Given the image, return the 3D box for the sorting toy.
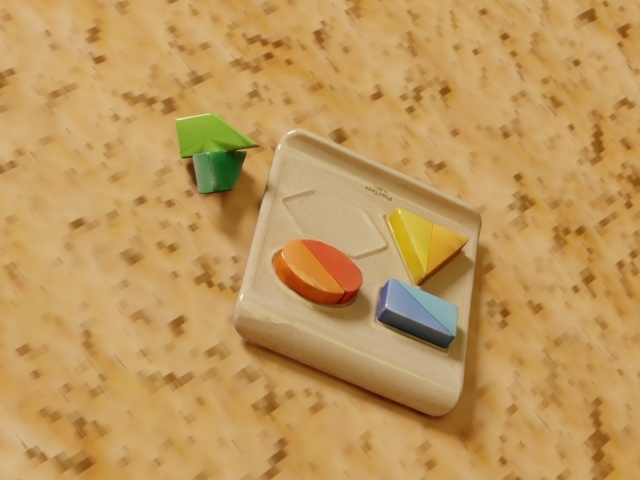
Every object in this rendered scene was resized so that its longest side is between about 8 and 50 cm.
[{"bbox_3d":[0.000,0.000,0.344,0.083,0.012,0.062,24,50,-13],"label":"sorting toy"}]
